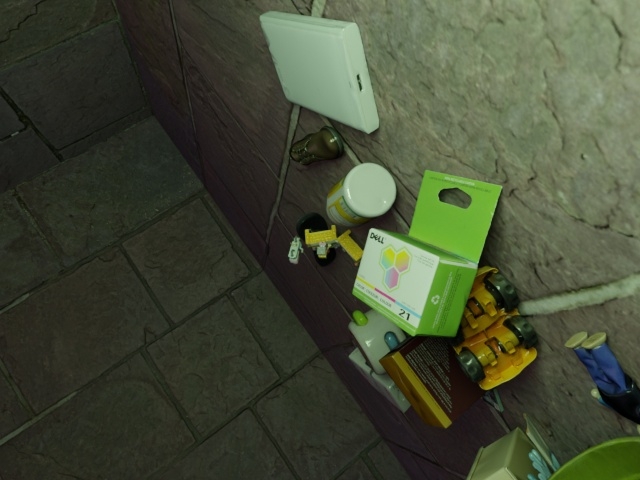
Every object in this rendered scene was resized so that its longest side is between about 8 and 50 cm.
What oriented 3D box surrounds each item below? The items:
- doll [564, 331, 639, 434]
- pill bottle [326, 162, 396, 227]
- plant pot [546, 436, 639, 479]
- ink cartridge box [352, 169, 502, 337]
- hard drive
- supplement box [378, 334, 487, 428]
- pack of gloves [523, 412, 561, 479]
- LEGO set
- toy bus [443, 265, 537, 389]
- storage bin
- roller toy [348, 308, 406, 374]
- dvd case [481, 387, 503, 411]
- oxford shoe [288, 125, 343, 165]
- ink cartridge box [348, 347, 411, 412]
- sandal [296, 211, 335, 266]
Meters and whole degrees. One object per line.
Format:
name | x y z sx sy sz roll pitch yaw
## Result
doll | 0.466 0.232 0.726 0.189 0.046 0.129 56 165 2
pill bottle | 0.081 -0.092 1.065 0.117 0.117 0.208 56 163 -1
plant pot | 0.545 0.562 0.694 0.353 0.366 0.366 42 162 5
ink cartridge box | 0.170 0.008 0.798 0.189 0.097 0.255 29 108 57
hard drive | -0.008 -0.351 0.958 0.307 0.040 0.203 37 155 46
supplement box | 0.283 0.300 1.109 0.191 0.194 0.129 53 163 10
pack of gloves | 0.501 0.527 1.015 0.232 0.046 0.195 55 -160 1
LEGO set | 0.054 0.039 1.406 0.287 0.132 0.107 12 158 17
toy bus | 0.288 0.148 0.928 0.220 0.149 0.211 58 177 -15
storage bin | 0.468 0.592 1.041 0.260 0.123 0.262 52 -160 19
roller toy | 0.191 0.311 1.478 0.191 0.146 0.209 56 172 34
dvd case | 0.416 0.384 1.217 0.119 0.013 0.087 28 148 60
oxford shoe | -0.015 -0.217 1.138 0.083 0.096 0.227 61 161 -12
ink cartridge box | 0.238 0.503 1.751 0.237 0.100 0.172 28 155 53
sandal | 0.001 0.000 1.527 0.054 0.097 0.254 43 170 41
